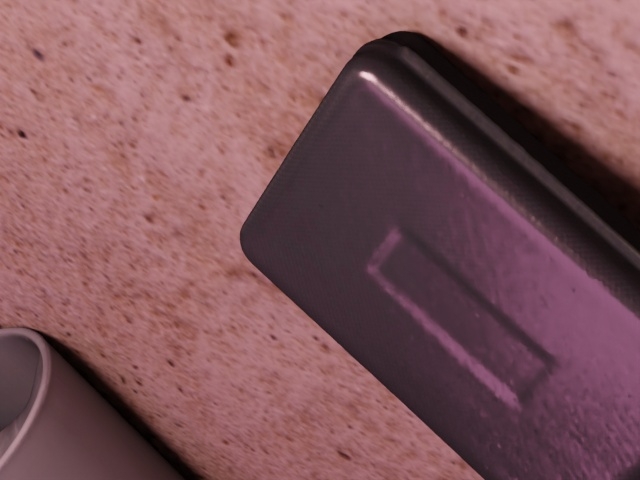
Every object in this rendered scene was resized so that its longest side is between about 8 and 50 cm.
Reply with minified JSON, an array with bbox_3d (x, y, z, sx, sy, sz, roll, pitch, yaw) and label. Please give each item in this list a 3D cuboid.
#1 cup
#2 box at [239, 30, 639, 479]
[{"bbox_3d":[-0.204,0.242,1.471,0.205,0.205,0.312,1,140,48],"label":"cup"},{"bbox_3d":[0.078,0.024,0.853,0.230,0.050,0.160,42,135,8],"label":"box"}]
